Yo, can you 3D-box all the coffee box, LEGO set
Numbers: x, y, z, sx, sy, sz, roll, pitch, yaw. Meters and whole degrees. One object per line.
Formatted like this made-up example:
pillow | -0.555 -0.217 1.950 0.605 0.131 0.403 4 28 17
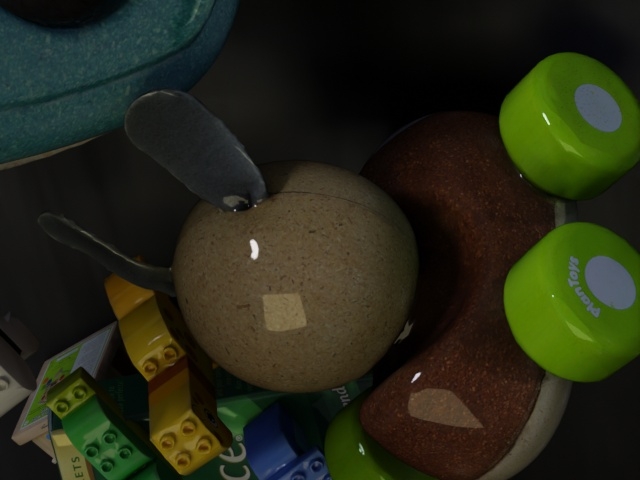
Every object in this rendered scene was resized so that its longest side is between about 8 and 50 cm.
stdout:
coffee box | -0.020 0.105 0.764 0.184 0.040 0.113 -9 117 -3
LEGO set | -0.057 0.086 0.676 0.087 0.093 0.227 -37 112 9

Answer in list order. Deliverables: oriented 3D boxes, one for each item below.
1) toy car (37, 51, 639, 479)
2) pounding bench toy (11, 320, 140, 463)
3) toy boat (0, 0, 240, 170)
toy car | 0.000 0.000 0.624 0.188 0.149 0.155 19 141 -22
pounding bench toy | -0.085 0.078 0.798 0.083 0.052 0.065 -29 118 32
toy boat | -0.114 -0.161 0.494 0.148 0.267 0.318 25 119 43
